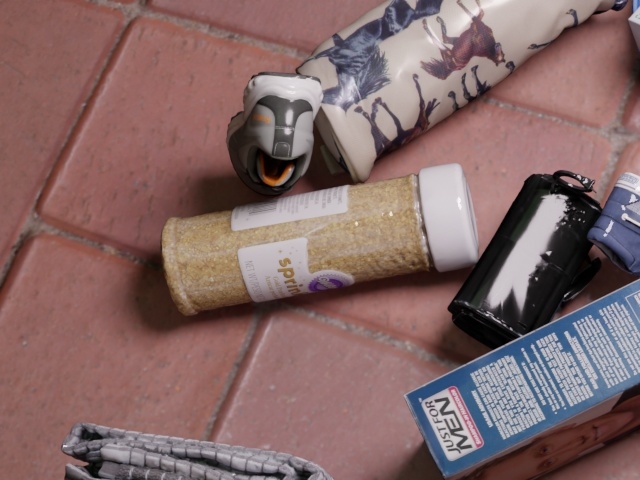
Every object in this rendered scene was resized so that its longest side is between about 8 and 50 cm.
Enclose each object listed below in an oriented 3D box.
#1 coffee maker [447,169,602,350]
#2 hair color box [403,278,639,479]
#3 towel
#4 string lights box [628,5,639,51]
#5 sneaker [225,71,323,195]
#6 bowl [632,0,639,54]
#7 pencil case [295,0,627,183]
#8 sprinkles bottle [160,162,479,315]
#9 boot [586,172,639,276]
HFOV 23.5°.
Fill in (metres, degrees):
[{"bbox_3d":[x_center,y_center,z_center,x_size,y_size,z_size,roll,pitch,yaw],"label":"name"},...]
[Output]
[{"bbox_3d":[0.222,0.024,1.679,0.120,0.171,0.178,24,74,25],"label":"coffee maker"},{"bbox_3d":[0.273,0.151,1.608,0.347,0.174,0.105,-26,64,2],"label":"hair color box"},{"bbox_3d":[-0.114,0.283,1.614,0.283,0.235,0.121,7,74,17],"label":"towel"},{"bbox_3d":[0.479,-0.294,1.711,0.260,0.077,0.133,-48,51,-10],"label":"string lights box"},{"bbox_3d":[-0.059,-0.098,1.750,0.100,0.271,0.108,6,73,-4],"label":"sneaker"},{"bbox_3d":[0.561,-0.258,1.776,0.391,0.077,0.391,-5,65,12],"label":"bowl"},{"bbox_3d":[0.157,-0.233,1.810,0.410,0.183,0.160,-35,57,-1],"label":"pencil case"},{"bbox_3d":[0.000,0.000,1.773,0.355,0.121,0.121,-10,64,10],"label":"sprinkles bottle"},{"bbox_3d":[0.367,0.013,1.662,0.086,0.190,0.069,-56,23,-7],"label":"boot"}]
